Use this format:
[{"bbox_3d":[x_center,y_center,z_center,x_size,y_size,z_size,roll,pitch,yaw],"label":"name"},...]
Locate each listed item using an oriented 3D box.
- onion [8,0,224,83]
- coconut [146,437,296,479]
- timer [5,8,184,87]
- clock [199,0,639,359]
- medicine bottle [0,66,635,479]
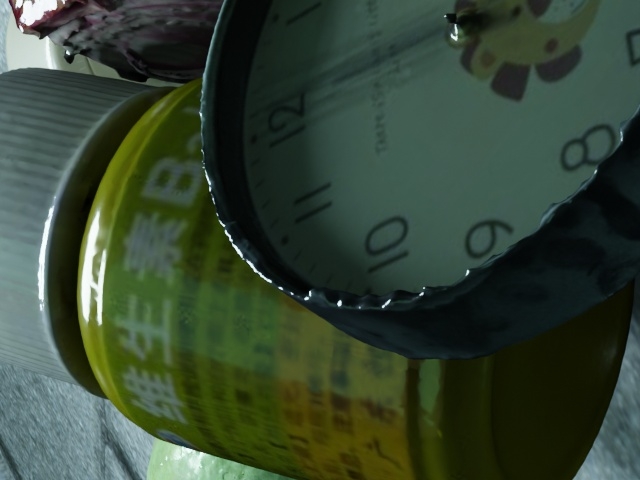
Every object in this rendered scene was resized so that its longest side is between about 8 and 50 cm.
[{"bbox_3d":[-0.069,-0.224,1.218,0.230,0.272,0.256,-45,72,40],"label":"onion"},{"bbox_3d":[-0.030,0.159,1.519,0.204,0.236,0.236,-13,99,33],"label":"coconut"},{"bbox_3d":[-0.115,-0.153,1.478,0.266,0.175,0.175,4,114,62],"label":"timer"},{"bbox_3d":[0.070,-0.100,0.902,0.061,0.312,0.312,29,-169,-41],"label":"clock"},{"bbox_3d":[-0.032,0.016,1.122,0.384,0.224,0.224,12,127,31],"label":"medicine bottle"}]
